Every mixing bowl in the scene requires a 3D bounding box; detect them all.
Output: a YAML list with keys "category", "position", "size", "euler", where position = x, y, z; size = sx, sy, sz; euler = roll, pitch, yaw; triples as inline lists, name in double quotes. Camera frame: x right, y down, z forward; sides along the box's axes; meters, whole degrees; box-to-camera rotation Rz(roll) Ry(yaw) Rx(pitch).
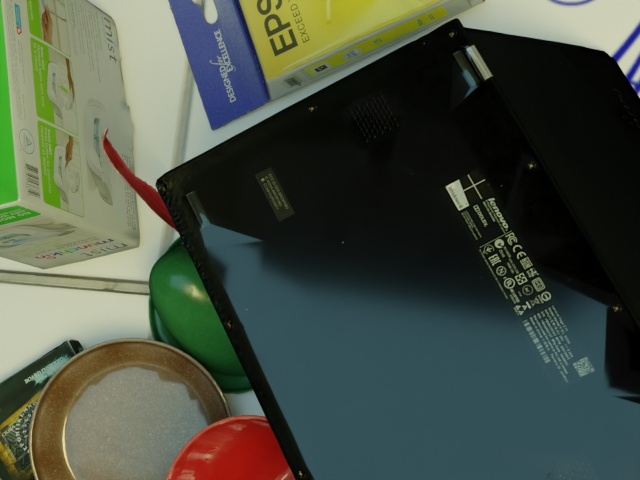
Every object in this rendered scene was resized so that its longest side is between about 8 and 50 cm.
- category: "mixing bowl"
  position: [-0.028, 0.224, 0.927]
  size: [0.181, 0.098, 0.181]
  euler: [-3, 85, 31]

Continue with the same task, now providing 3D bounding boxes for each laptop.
- category: "laptop"
  position: [0.153, 0.048, 0.939]
  size: [0.408, 0.236, 0.382]
  euler: [-28, 72, 1]

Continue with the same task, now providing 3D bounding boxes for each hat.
- category: "hat"
  position: [-0.126, 0.040, 1.100]
  size: [0.208, 0.183, 0.173]
  euler: [33, 91, 21]

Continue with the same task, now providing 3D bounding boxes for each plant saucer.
- category: "plant saucer"
  position: [-0.180, 0.193, 1.149]
  size: [0.198, 0.036, 0.198]
  euler: [0, 87, 3]

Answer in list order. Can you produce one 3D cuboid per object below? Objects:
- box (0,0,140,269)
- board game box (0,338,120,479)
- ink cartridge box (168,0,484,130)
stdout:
- category: "box"
  position: [-0.290, -0.125, 1.161]
  size: [0.127, 0.231, 0.262]
  euler: [-13, 77, 16]
- category: "board game box"
  position: [-0.301, 0.201, 1.216]
  size: [0.186, 0.026, 0.126]
  euler: [-31, 72, 11]
- category: "ink cartridge box"
  position: [-0.031, -0.310, 1.195]
  size: [0.307, 0.072, 0.303]
  euler: [-23, 74, 12]
